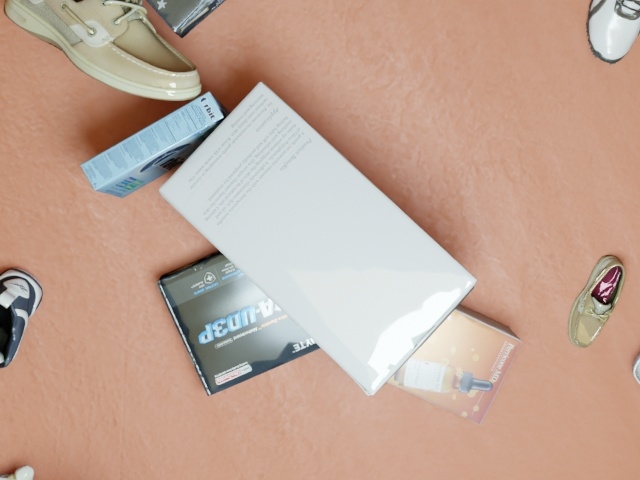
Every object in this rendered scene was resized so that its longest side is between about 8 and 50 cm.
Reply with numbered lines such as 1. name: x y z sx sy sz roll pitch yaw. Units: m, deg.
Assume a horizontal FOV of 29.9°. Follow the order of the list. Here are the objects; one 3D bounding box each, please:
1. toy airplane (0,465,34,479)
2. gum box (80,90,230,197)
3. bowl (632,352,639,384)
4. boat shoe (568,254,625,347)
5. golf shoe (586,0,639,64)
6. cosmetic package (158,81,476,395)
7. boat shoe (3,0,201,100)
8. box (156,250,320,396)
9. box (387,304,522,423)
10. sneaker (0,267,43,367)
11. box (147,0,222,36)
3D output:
1. toy airplane: -0.352 0.490 1.590 0.384 0.272 0.386 0 110 36
2. gum box: -0.202 -0.120 1.540 0.184 0.157 0.041 -29 87 2
3. bowl: 0.513 0.172 1.659 0.142 0.053 0.142 43 94 -6
4. boat shoe: 0.380 0.086 1.646 0.050 0.045 0.135 18 96 -4
5. golf shoe: 0.409 -0.329 1.570 0.077 0.094 0.198 17 98 -5
6. cosmetic package: 0.000 0.000 1.505 0.365 0.155 0.197 45 90 6
7. boat shoe: -0.269 -0.271 1.497 0.302 0.109 0.098 33 118 21
8. box: -0.087 0.088 1.626 0.220 0.051 0.175 -23 97 1
9. box: 0.164 0.148 1.624 0.170 0.091 0.130 24 96 -5
10. sneaker: -0.456 0.150 1.570 0.094 0.153 0.235 40 95 -6
11. box: -0.199 -0.404 1.513 0.163 0.142 0.247 -40 98 2
